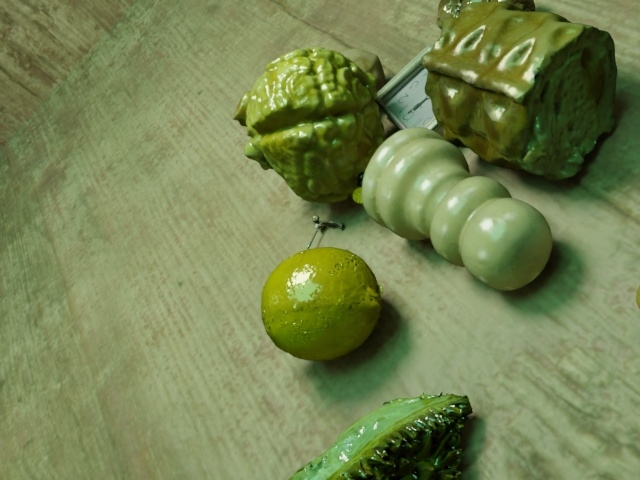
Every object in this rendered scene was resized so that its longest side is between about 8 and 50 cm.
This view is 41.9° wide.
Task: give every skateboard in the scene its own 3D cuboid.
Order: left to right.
[{"bbox_3d":[0.000,0.000,1.459,0.063,0.032,0.083,10,62,38],"label":"skateboard"}]

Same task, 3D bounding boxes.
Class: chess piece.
[{"bbox_3d":[0.206,-0.038,1.196,0.167,0.167,0.299,-50,43,-1],"label":"chess piece"}]

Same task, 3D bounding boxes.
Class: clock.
[{"bbox_3d":[0.191,-0.233,1.434,0.147,0.071,0.192,-42,38,9],"label":"clock"}]

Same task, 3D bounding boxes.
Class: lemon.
[{"bbox_3d":[0.004,0.094,1.251,0.206,0.173,0.174,-7,53,32],"label":"lemon"}]

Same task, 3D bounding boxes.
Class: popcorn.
[{"bbox_3d":[-0.013,-0.196,1.438,0.258,0.270,0.224,-58,2,44],"label":"popcorn"}]

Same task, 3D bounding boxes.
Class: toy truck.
[{"bbox_3d":[0.098,-0.073,1.380,0.049,0.083,0.054,22,90,52],"label":"toy truck"}]

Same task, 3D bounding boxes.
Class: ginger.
[{"bbox_3d":[0.290,-0.410,1.483,0.104,0.080,0.204,-49,34,-9],"label":"ginger"}]

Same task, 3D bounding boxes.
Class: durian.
[{"bbox_3d":[0.049,0.338,1.059,0.394,0.163,0.198,-44,6,-3],"label":"durian"}]

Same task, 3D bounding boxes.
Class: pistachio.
[{"bbox_3d":[0.029,-0.274,1.597,0.223,0.126,0.152,-37,4,22],"label":"pistachio"}]

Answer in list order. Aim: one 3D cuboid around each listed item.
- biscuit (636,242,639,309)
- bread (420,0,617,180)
[{"bbox_3d":[0.481,0.011,0.960,0.234,0.030,0.153,-14,51,38],"label":"biscuit"},{"bbox_3d":[0.286,-0.221,1.223,0.196,0.239,0.252,-19,23,-24],"label":"bread"}]
